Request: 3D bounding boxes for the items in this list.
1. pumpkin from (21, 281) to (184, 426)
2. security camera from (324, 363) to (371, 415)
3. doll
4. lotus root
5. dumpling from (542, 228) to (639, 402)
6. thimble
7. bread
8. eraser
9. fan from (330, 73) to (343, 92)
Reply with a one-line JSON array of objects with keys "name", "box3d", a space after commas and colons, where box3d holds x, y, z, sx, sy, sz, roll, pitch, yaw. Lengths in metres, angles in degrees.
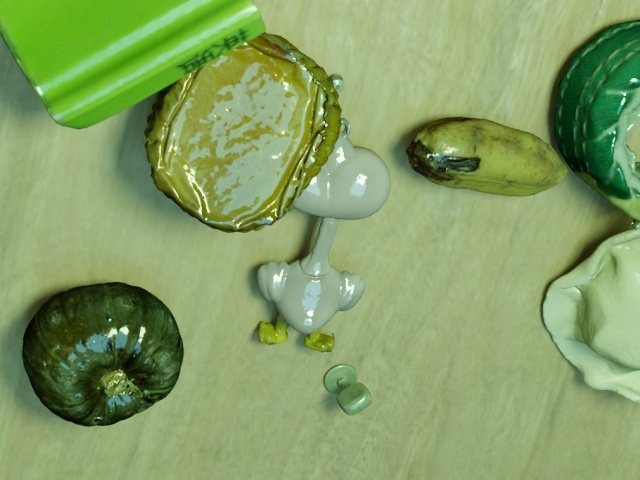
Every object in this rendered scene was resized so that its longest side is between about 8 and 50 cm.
[{"name": "pumpkin", "box3d": [-0.300, 0.160, 1.535, 0.224, 0.157, 0.223, -12, 129, -15]}, {"name": "security camera", "box3d": [0.045, 0.236, 1.703, 0.058, 0.092, 0.058, -7, 119, -13]}, {"name": "doll", "box3d": [0.000, 0.000, 1.569, 0.160, 0.094, 0.365, 9, 113, -8]}, {"name": "lotus root", "box3d": [0.233, -0.118, 1.569, 0.258, 0.097, 0.110, 10, 150, -28]}, {"name": "dumpling", "box3d": [0.475, 0.098, 1.732, 0.243, 0.187, 0.318, 3, 119, 26]}, {"name": "thimble", "box3d": [0.471, -0.163, 1.567, 0.254, 0.167, 0.288, -14, 119, -7]}, {"name": "bread", "box3d": [-0.099, -0.144, 1.416, 0.227, 0.142, 0.253, 32, 96, -1]}, {"name": "eraser", "box3d": [-0.233, -0.274, 1.310, 0.274, 0.092, 0.210, -31, 80, 0]}, {"name": "fan", "box3d": [-0.093, -0.153, 1.506, 0.282, 0.023, 0.057, -24, 114, 0]}]
